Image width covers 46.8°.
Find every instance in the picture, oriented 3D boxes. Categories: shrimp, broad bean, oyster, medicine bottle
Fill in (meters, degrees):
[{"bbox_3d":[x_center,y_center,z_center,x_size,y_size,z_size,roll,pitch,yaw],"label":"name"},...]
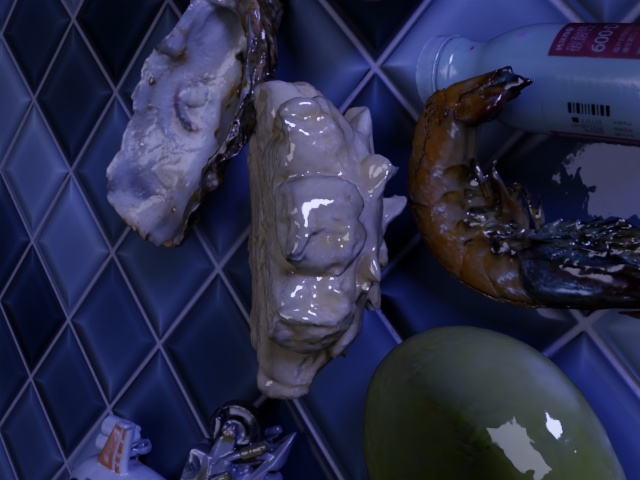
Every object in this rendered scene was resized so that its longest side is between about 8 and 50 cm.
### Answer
[{"bbox_3d":[0.185,-0.031,0.573,0.290,0.054,0.222,13,131,41],"label":"shrimp"},{"bbox_3d":[0.148,0.206,0.633,0.291,0.119,0.238,53,132,29],"label":"broad bean"},{"bbox_3d":[-0.119,-0.149,0.844,0.204,0.111,0.396,45,114,40],"label":"oyster"},{"bbox_3d":[0.185,-0.132,0.604,0.217,0.090,0.090,15,102,40],"label":"medicine bottle"}]

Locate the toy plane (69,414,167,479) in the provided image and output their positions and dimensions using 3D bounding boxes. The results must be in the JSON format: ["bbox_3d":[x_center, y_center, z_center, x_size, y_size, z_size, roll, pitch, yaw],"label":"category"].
[{"bbox_3d":[-0.264,0.358,0.995,0.245,0.117,0.244,4,95,40],"label":"toy plane"}]

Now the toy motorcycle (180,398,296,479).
[{"bbox_3d":[-0.095,0.305,0.861,0.152,0.073,0.225,29,100,9],"label":"toy motorcycle"}]

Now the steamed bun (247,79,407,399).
[{"bbox_3d":[0.000,0.000,0.713,0.292,0.137,0.295,132,135,-70],"label":"steamed bun"}]

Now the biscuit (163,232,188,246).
[{"bbox_3d":[-0.209,-0.083,0.990,0.133,0.027,0.184,28,109,38],"label":"biscuit"}]
